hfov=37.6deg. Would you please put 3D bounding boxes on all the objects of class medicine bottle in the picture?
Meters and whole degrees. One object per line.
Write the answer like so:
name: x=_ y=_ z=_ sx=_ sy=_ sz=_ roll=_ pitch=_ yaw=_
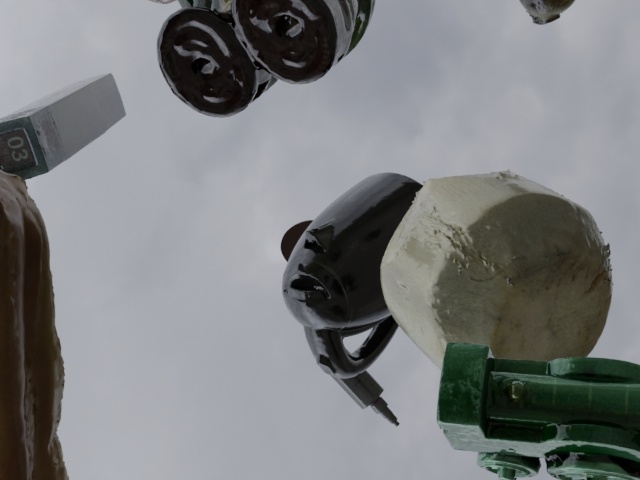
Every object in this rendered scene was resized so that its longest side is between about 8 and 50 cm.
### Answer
medicine bottle: x=0.074 y=0.265 z=1.718 sx=0.199 sy=0.058 sz=0.057 roll=46 pitch=-120 yaw=5

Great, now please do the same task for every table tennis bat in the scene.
table tennis bat: x=0.000 y=0.000 z=1.792 sx=0.158 sy=0.014 sz=0.095 roll=-20 pitch=-76 yaw=8

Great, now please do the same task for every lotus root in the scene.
lotus root: x=0.307 y=-0.373 z=1.252 sx=0.080 sy=0.089 sz=0.179 roll=-43 pitch=-35 yaw=-45

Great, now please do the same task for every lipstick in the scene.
lipstick: x=-0.365 y=-0.166 z=1.323 sx=0.371 sy=0.076 sz=0.080 roll=-80 pitch=-26 yaw=-71

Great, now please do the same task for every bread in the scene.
bread: x=-0.278 y=0.130 z=0.682 sx=0.109 sy=0.185 sz=0.381 roll=-72 pitch=-17 yaw=-71

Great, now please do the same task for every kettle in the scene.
kettle: x=0.062 y=0.068 z=1.465 sx=0.290 sy=0.207 sz=0.269 roll=-38 pitch=-58 yaw=-48

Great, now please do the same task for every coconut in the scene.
coconut: x=0.192 y=0.036 z=1.068 sx=0.244 sy=0.247 sz=0.245 roll=-10 pitch=-64 yaw=-22

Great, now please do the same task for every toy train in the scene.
toy train: x=0.155 y=0.099 z=0.522 sx=0.105 sy=0.178 sz=0.071 roll=57 pitch=-140 yaw=-57

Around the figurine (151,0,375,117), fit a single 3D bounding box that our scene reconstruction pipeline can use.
figurine: x=-0.011 y=-0.211 z=0.638 sx=0.167 sy=0.281 sz=0.370 roll=54 pitch=-152 yaw=-28
